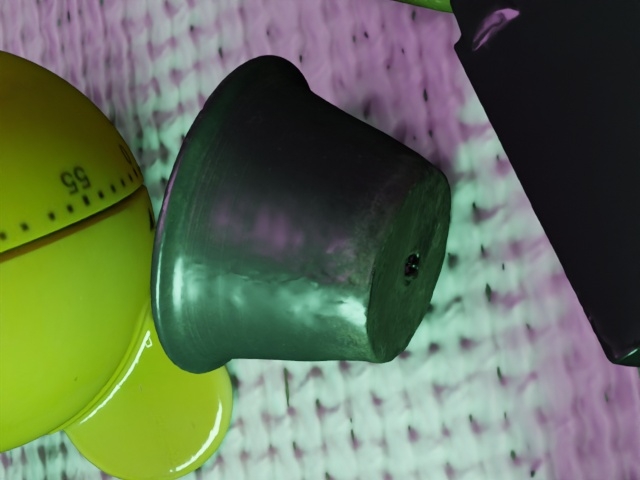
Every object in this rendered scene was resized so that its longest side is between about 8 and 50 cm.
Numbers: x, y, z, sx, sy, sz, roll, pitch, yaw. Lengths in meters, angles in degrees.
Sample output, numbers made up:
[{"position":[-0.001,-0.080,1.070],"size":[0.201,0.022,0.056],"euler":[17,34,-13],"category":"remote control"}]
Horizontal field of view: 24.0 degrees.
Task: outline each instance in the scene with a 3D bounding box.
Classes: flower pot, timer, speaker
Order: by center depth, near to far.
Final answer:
[{"position":[0.238,-0.085,0.848],"size":[0.232,0.184,0.254],"euler":[-41,59,32],"category":"speaker"},{"position":[0.000,0.000,1.052],"size":[0.148,0.235,0.235],"euler":[17,99,22],"category":"flower pot"},{"position":[-0.290,0.049,1.225],"size":[0.376,0.376,0.387],"euler":[-8,106,41],"category":"timer"}]

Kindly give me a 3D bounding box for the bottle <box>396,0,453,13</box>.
[{"position":[0.041,-0.232,1.076],"size":[0.260,0.112,0.112],"euler":[21,101,40],"category":"bottle"}]
